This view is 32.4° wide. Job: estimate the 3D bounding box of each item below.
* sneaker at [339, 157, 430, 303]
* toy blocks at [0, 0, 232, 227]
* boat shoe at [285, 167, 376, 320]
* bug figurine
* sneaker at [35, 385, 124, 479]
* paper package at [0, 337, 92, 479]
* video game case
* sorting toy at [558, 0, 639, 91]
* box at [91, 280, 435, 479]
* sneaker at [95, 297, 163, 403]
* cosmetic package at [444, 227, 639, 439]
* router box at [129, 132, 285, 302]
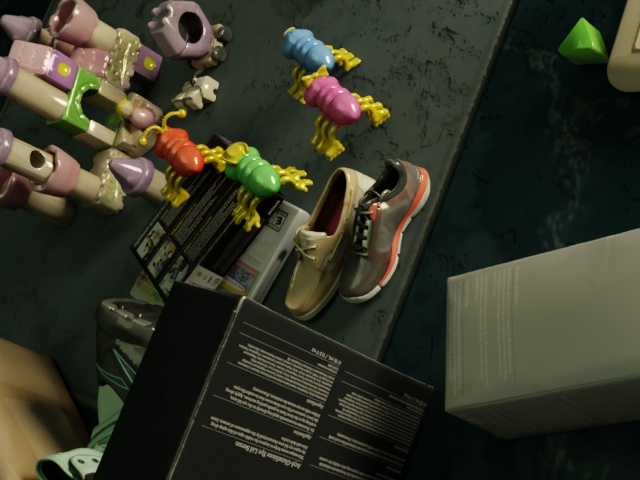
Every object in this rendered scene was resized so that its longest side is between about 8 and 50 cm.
[{"bbox_3d":[0.050,-0.015,1.117,0.061,0.065,0.158,19,82,48],"label":"sneaker"},{"bbox_3d":[-0.336,-0.198,1.453,0.309,0.260,0.289,-6,63,43],"label":"toy blocks"},{"bbox_3d":[0.000,0.000,1.162,0.063,0.059,0.170,20,82,48],"label":"boat shoe"},{"bbox_3d":[-0.058,-0.134,1.216,0.279,0.072,0.216,-40,44,-11],"label":"bug figurine"},{"bbox_3d":[-0.238,0.220,1.205,0.094,0.151,0.256,-43,43,21],"label":"sneaker"},{"bbox_3d":[-0.429,0.311,1.331,0.309,0.168,0.325,-52,43,9],"label":"paper package"},{"bbox_3d":[-0.124,0.020,1.301,0.212,0.023,0.193,28,89,48],"label":"video game case"},{"bbox_3d":[0.355,-0.218,0.949,0.347,0.047,0.196,7,78,47],"label":"sorting toy"},{"bbox_3d":[-0.040,0.168,0.956,0.103,0.261,0.184,8,73,46],"label":"box"},{"bbox_3d":[-0.141,0.152,1.183,0.267,0.101,0.106,24,103,33],"label":"sneaker"},{"bbox_3d":[0.220,0.075,0.876,0.238,0.107,0.127,-14,59,36],"label":"cosmetic package"},{"bbox_3d":[-0.135,-0.020,1.280,0.179,0.046,0.133,-51,43,9],"label":"router box"}]
